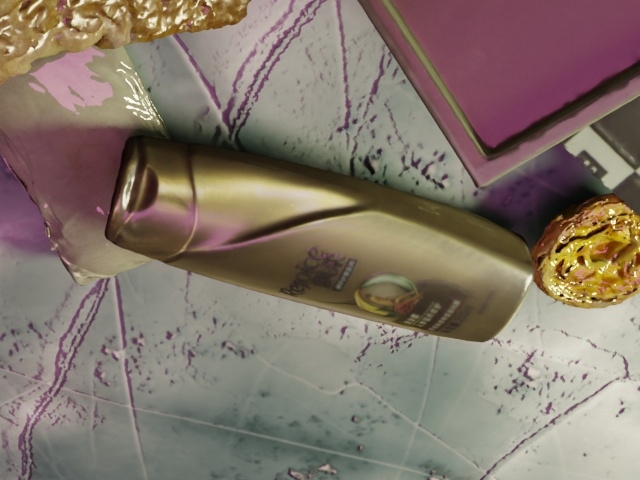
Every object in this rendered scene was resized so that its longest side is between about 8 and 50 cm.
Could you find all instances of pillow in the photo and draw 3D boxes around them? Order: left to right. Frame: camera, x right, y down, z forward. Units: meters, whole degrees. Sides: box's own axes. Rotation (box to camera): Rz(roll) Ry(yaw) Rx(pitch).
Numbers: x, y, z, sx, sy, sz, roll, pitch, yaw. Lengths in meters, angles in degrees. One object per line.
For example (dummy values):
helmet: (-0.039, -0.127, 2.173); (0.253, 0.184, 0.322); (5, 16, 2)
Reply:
pillow: (-0.190, -0.068, 0.843); (0.148, 0.050, 0.229); (-20, 127, 6)

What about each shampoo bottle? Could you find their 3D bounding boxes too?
shampoo bottle: (0.000, 0.000, 0.848); (0.350, 0.084, 0.125); (16, 130, -18)

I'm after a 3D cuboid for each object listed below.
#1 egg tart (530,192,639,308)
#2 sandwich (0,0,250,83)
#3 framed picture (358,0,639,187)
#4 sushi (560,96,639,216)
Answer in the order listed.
egg tart: (0.243, 0.005, 0.890); (0.129, 0.049, 0.129); (-2, 128, -3)
sandwich: (-0.222, -0.199, 0.697); (0.254, 0.288, 0.099); (30, 130, 35)
framed picture: (0.200, -0.274, 0.613); (0.446, 0.028, 0.326); (-30, 102, 20)
sushi: (0.284, -0.191, 0.697); (0.343, 0.064, 0.359); (38, 113, -25)
